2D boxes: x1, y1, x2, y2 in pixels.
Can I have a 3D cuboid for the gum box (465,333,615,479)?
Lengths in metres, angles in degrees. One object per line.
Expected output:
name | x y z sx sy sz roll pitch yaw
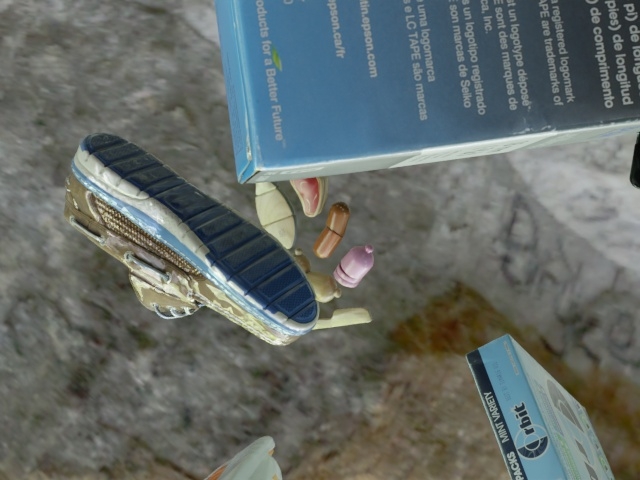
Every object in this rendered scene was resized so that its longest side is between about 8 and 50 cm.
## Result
gum box | 0.187 0.175 0.998 0.041 0.157 0.184 -28 -36 15

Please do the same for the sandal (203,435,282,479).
sandal | -0.085 0.248 1.051 0.102 0.265 0.076 -40 -87 20

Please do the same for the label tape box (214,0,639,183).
label tape box | 0.106 -0.169 0.701 0.334 0.106 0.240 -8 -92 -8

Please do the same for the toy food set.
toy food set | 0.000 0.000 0.908 0.019 0.078 0.122 -32 -71 -57

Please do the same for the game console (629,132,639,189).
game console | 0.315 -0.096 1.059 0.071 0.122 0.107 -64 -31 -32

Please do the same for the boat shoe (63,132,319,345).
boat shoe | -0.081 0.010 0.786 0.066 0.183 0.066 -23 -33 -56
